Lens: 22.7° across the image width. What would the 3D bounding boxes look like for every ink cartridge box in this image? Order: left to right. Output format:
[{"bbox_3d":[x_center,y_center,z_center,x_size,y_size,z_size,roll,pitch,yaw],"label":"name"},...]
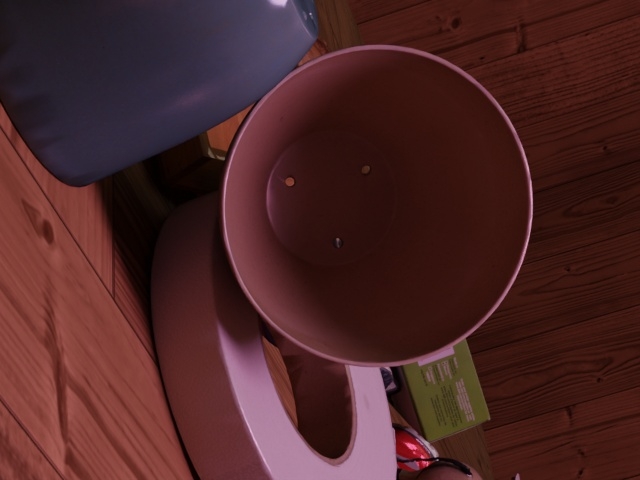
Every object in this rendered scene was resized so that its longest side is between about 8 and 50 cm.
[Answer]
[{"bbox_3d":[0.135,0.155,2.238,0.255,0.097,0.188,-145,-144,-78],"label":"ink cartridge box"}]

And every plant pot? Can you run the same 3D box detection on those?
[{"bbox_3d":[-0.139,-0.216,1.326,0.293,0.235,0.293,-17,90,-80],"label":"plant pot"},{"bbox_3d":[0.032,-0.035,1.484,0.191,0.284,0.284,-163,-126,-77],"label":"plant pot"}]

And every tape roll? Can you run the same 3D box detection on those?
[{"bbox_3d":[-0.038,0.131,1.576,0.392,0.072,0.392,54,25,-39],"label":"tape roll"}]

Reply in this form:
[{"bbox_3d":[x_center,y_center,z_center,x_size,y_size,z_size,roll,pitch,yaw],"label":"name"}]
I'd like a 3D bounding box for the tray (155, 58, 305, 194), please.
[{"bbox_3d":[-0.118,-0.236,1.726,0.203,0.076,0.410,12,55,-47],"label":"tray"}]

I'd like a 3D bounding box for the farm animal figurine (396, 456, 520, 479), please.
[{"bbox_3d":[0.198,0.397,2.058,0.326,0.172,0.330,62,33,-33],"label":"farm animal figurine"}]

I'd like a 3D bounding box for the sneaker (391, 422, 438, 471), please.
[{"bbox_3d":[0.129,0.387,2.206,0.279,0.107,0.118,70,19,-2],"label":"sneaker"}]

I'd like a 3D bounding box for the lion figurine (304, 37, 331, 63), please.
[{"bbox_3d":[-0.073,-0.235,2.056,0.392,0.142,0.240,45,21,-62],"label":"lion figurine"}]

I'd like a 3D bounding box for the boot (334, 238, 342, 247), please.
[{"bbox_3d":[-0.002,0.001,2.218,0.178,0.085,0.236,69,9,-49],"label":"boot"}]

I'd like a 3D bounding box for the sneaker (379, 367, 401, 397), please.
[{"bbox_3d":[0.025,0.158,2.077,0.122,0.110,0.283,62,0,12],"label":"sneaker"}]

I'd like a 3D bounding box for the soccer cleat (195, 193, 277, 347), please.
[{"bbox_3d":[-0.080,0.022,1.758,0.095,0.083,0.248,-44,122,-54],"label":"soccer cleat"}]
